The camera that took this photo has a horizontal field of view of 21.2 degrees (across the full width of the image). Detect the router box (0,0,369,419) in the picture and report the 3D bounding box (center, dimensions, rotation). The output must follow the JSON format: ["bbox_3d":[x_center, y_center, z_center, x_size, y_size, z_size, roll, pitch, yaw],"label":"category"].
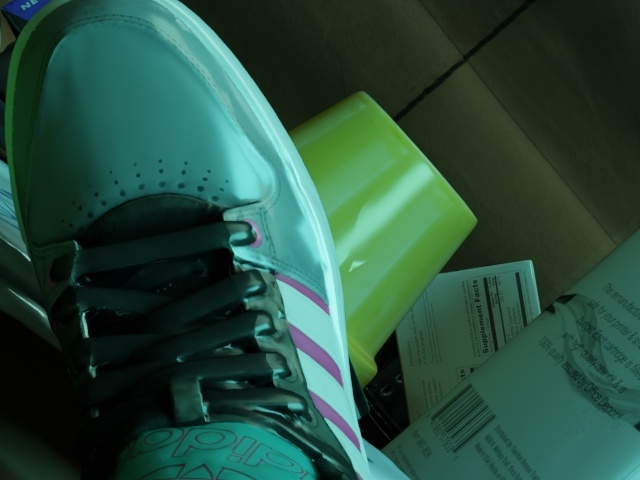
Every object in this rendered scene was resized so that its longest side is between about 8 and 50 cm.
[{"bbox_3d":[-0.088,-0.014,1.188,0.243,0.081,0.309,50,-12,35],"label":"router box"}]

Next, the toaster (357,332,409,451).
[{"bbox_3d":[0.115,0.196,1.931,0.227,0.129,0.146,48,-1,22],"label":"toaster"}]

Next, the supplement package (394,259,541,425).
[{"bbox_3d":[0.158,0.158,1.723,0.204,0.145,0.261,19,63,-86],"label":"supplement package"}]

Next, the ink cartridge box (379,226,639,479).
[{"bbox_3d":[0.226,0.156,1.214,0.166,0.395,0.285,48,3,-17],"label":"ink cartridge box"}]

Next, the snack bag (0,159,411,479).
[{"bbox_3d":[-0.103,0.028,0.820,0.323,0.037,0.342,36,0,-29],"label":"snack bag"}]

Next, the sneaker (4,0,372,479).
[{"bbox_3d":[-0.041,0.058,0.545,0.178,0.124,0.295,-109,-179,-85],"label":"sneaker"}]

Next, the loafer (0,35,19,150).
[{"bbox_3d":[-0.094,-0.046,0.946,0.302,0.095,0.109,35,-1,39],"label":"loafer"}]

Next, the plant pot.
[{"bbox_3d":[0.000,0.000,1.550,0.254,0.239,0.254,48,3,-3],"label":"plant pot"}]
